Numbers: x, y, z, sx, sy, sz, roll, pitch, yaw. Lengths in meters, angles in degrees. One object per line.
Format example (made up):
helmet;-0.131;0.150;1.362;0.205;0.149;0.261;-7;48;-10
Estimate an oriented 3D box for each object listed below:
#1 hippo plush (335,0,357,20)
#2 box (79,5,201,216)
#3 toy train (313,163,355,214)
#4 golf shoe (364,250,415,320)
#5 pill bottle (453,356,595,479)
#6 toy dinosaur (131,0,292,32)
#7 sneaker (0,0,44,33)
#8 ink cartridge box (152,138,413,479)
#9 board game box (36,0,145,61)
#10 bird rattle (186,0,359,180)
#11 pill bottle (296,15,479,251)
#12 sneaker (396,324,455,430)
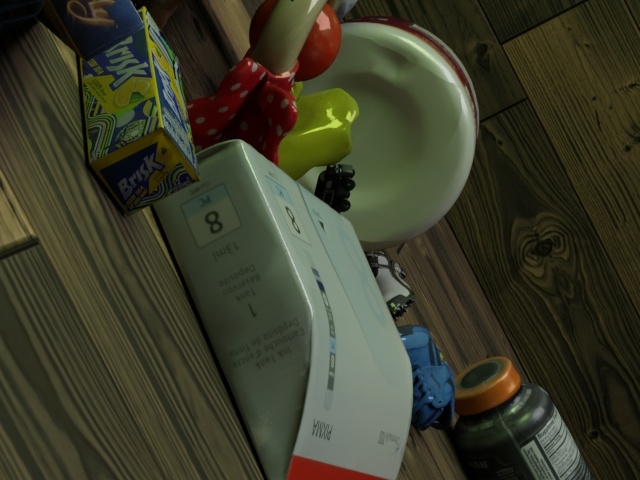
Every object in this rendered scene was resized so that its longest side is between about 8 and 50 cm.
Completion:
hippo plush;-0.057;-0.331;1.835;0.236;0.234;0.294;62;-32;3
box;-0.129;-0.093;1.215;0.054;0.059;0.169;58;10;-35
toy train;0.000;0.000;1.552;0.027;0.036;0.158;-92;-168;-57
golf shoe;0.043;0.042;1.816;0.094;0.077;0.198;50;4;-11
pill bottle;0.244;0.262;2.105;0.245;0.130;0.130;61;9;-15
toy dinosaur;-0.090;-0.245;1.430;0.127;0.200;0.295;60;9;-22
sneaker;-0.208;-0.162;0.895;0.211;0.080;0.081;44;24;-68
ink cartridge box;0.023;0.135;1.334;0.385;0.091;0.308;65;9;17
board game box;-0.184;-0.202;1.065;0.165;0.042;0.243;61;-7;-19
bird rattle;-0.043;-0.151;1.494;0.143;0.207;0.253;24;1;12
pill bottle;0.055;-0.124;1.837;0.224;0.224;0.392;62;9;-5
sneaker;0.100;0.147;1.812;0.209;0.069;0.082;45;24;-64
